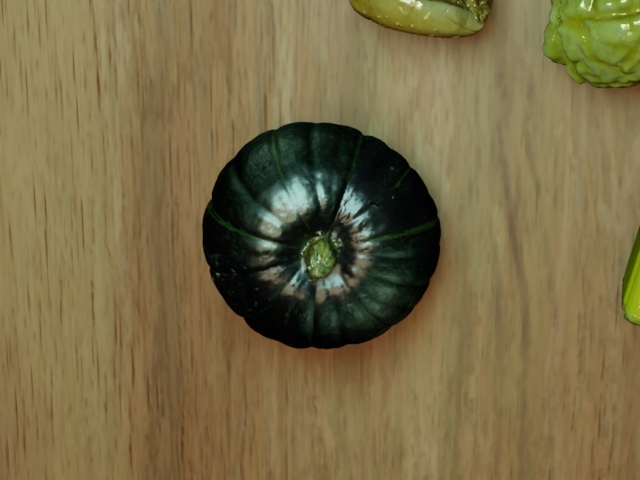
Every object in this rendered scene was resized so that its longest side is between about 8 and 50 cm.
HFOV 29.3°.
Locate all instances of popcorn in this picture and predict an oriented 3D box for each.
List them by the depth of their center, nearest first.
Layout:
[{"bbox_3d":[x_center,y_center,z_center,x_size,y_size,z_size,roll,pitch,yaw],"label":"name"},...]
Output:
[{"bbox_3d":[0.299,-0.230,1.170,0.173,0.173,0.142,-38,114,20],"label":"popcorn"}]

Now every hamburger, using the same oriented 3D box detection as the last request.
[{"bbox_3d":[0.099,-0.250,1.220,0.147,0.138,0.083,13,105,5],"label":"hamburger"}]

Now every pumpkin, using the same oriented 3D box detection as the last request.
[{"bbox_3d":[0.000,0.000,1.271,0.250,0.216,0.250,-1,104,-3],"label":"pumpkin"}]

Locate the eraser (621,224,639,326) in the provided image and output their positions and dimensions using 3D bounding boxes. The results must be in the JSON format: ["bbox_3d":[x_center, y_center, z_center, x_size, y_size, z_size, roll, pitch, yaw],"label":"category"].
[{"bbox_3d":[0.357,-0.028,1.197,0.069,0.158,0.226,16,107,8],"label":"eraser"}]
